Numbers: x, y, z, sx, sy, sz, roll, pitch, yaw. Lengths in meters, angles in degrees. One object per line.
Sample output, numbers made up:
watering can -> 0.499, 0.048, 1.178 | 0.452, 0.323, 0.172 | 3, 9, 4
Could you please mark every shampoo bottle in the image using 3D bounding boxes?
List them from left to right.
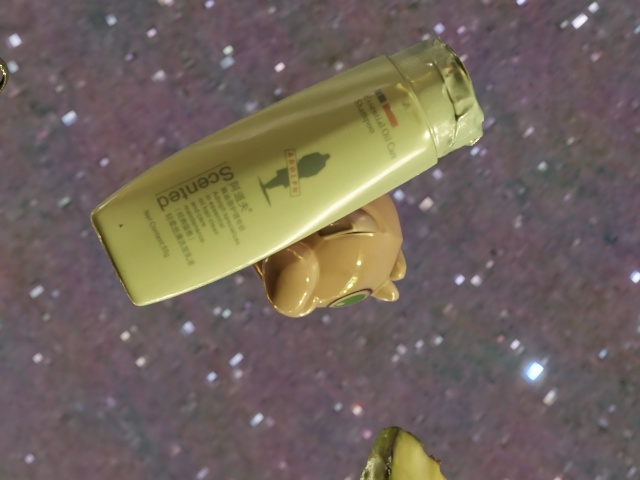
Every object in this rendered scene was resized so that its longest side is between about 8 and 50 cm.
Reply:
shampoo bottle -> -0.016, -0.038, 0.915 | 0.072, 0.212, 0.049 | 62, -5, -3

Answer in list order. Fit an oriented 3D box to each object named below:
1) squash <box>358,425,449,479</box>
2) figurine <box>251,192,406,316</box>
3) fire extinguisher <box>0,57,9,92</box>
squash -> 0.011, 0.267, 1.263 | 0.203, 0.111, 0.288 | 45, -43, -19
figurine -> 0.000, 0.000, 1.306 | 0.125, 0.138, 0.125 | -3, -98, 23
fire extinguisher -> -0.253, -0.104, 1.186 | 0.157, 0.078, 0.045 | 112, -26, -67
